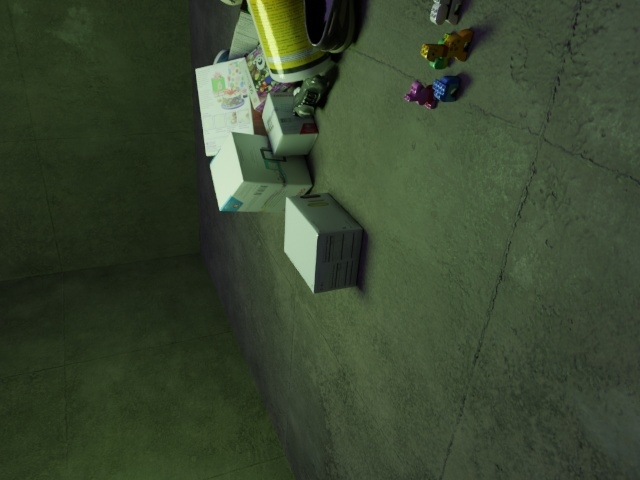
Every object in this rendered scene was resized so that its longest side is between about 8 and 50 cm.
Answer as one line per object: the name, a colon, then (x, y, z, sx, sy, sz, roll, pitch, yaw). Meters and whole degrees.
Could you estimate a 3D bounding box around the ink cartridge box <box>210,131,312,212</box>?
ink cartridge box: (-0.206, -0.226, 1.836, 0.198, 0.270, 0.197, -41, 57, 46)

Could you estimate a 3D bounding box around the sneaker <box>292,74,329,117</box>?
sneaker: (-0.035, -0.430, 1.618, 0.234, 0.078, 0.106, 176, 106, -72)

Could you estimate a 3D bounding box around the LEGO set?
LEGO set: (0.220, -0.348, 1.022, 0.087, 0.093, 0.227, -123, 33, -46)

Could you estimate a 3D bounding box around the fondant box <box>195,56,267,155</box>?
fondant box: (-0.333, -0.496, 2.006, 0.238, 0.096, 0.330, -1, 100, 30)

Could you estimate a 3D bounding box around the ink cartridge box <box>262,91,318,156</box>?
ink cartridge box: (-0.105, -0.387, 1.769, 0.127, 0.128, 0.176, 123, 135, -59)

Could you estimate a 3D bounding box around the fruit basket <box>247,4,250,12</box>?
fruit basket: (-0.100, -0.828, 1.619, 0.327, 0.165, 0.353, 58, 133, 44)

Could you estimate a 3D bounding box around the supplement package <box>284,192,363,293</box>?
supplement package: (0.000, 0.000, 1.631, 0.262, 0.145, 0.204, -130, 38, -52)

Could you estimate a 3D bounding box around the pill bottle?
pill bottle: (-0.094, -0.624, 1.455, 0.188, 0.188, 0.334, 51, 162, 52)

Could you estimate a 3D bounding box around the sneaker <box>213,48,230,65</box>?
sneaker: (-0.336, -0.593, 2.141, 0.236, 0.130, 0.322, 27, 111, 43)

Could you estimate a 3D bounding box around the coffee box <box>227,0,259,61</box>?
coffee box: (-0.265, -0.787, 1.983, 0.246, 0.098, 0.141, 124, 157, -55)

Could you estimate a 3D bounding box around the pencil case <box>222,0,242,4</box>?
pencil case: (-0.274, -0.994, 1.830, 0.160, 0.183, 0.410, 40, 165, -8)

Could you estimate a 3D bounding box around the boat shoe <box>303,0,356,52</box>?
boat shoe: (0.015, -0.653, 1.322, 0.132, 0.130, 0.355, 6, 112, 34)

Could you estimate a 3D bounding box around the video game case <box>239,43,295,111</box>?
video game case: (-0.160, -0.582, 1.787, 0.232, 0.042, 0.210, -32, 65, 29)
